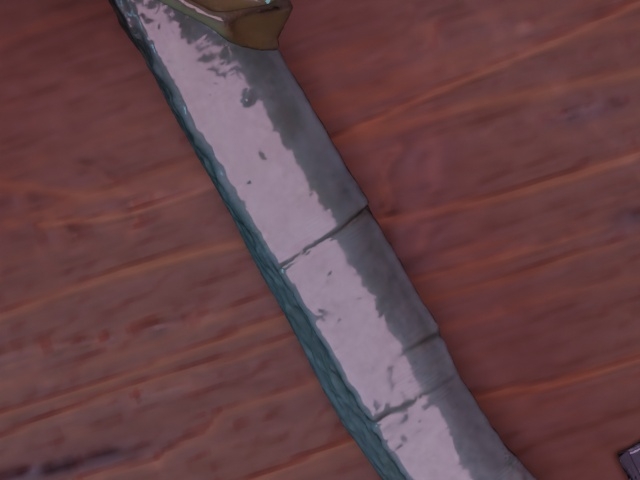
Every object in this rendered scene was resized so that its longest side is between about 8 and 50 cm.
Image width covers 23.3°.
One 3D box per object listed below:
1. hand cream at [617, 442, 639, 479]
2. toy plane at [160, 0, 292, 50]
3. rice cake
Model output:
[{"bbox_3d":[0.146,0.062,0.530,0.093,0.019,0.030,-33,96,8],"label":"hand cream"},{"bbox_3d":[-0.104,-0.149,0.427,0.256,0.104,0.242,-10,65,-38],"label":"toy plane"},{"bbox_3d":[0.000,0.000,0.508,0.045,0.042,0.245,-30,95,-10],"label":"rice cake"}]
